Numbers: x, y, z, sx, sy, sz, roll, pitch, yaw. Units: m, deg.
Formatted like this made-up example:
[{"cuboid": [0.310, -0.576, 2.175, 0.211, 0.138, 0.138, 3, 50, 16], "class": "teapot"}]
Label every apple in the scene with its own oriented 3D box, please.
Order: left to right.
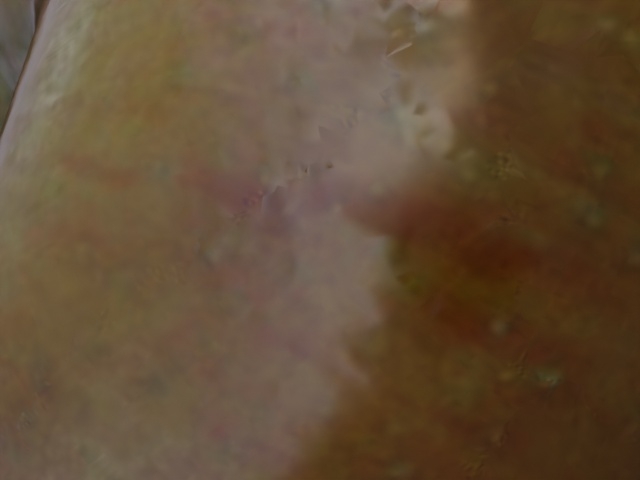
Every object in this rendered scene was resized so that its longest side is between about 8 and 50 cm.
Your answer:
[{"cuboid": [0.000, 0.000, 0.715, 0.400, 0.333, 0.400, -23, 50, 30], "class": "apple"}]
